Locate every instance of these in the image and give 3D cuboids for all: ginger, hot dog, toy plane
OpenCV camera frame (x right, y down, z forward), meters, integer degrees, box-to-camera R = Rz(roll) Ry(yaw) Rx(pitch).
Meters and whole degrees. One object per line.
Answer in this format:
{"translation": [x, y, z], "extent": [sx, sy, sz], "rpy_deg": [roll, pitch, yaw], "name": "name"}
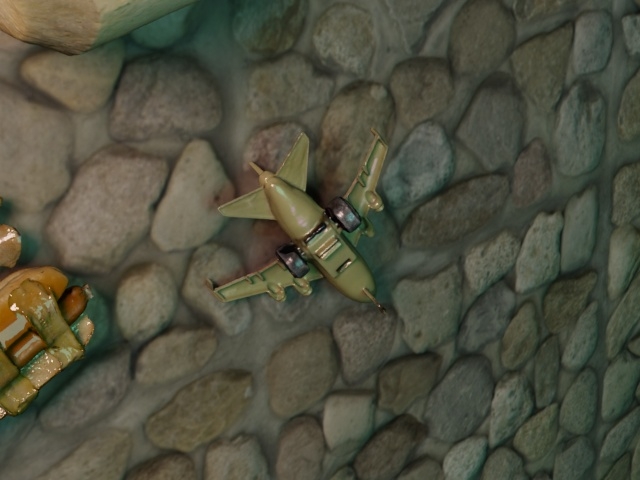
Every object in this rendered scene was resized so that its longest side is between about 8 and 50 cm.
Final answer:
{"translation": [-0.283, 0.009, 0.936], "extent": [0.048, 0.030, 0.097], "rpy_deg": [19, 96, -19], "name": "ginger"}
{"translation": [-0.302, 0.121, 0.931], "extent": [0.269, 0.072, 0.109], "rpy_deg": [-42, 138, -24], "name": "hot dog"}
{"translation": [0.000, 0.000, 1.166], "extent": [0.242, 0.104, 0.256], "rpy_deg": [-44, 127, -3], "name": "toy plane"}

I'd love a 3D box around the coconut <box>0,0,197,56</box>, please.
{"translation": [-0.171, -0.252, 0.818], "extent": [0.222, 0.202, 0.202], "rpy_deg": [-37, 129, -25], "name": "coconut"}
